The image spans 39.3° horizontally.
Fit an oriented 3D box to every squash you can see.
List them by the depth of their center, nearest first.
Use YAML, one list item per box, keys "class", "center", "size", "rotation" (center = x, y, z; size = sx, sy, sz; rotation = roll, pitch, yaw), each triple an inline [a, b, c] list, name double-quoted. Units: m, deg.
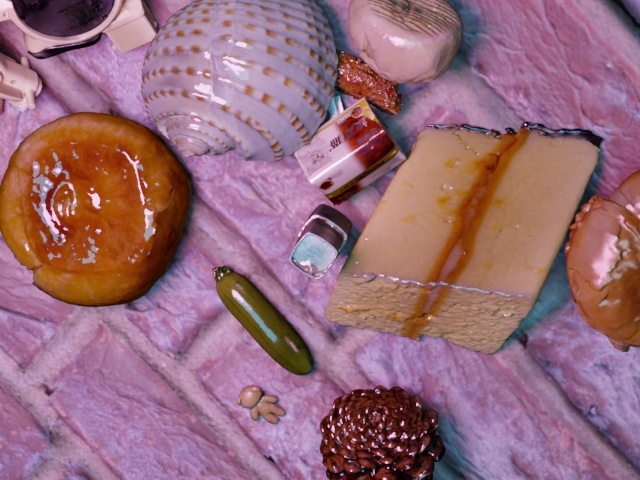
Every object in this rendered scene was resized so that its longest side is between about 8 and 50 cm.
- class: "squash"
  center: [-0.103, 0.144, 1.597]
  size: [0.069, 0.069, 0.258]
  rotation: [-41, 94, 12]

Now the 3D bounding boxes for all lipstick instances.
- class: "lipstick"
  center: [0.000, 0.000, 1.464]
  size: [0.077, 0.253, 0.079]
  rotation: [34, 101, -1]

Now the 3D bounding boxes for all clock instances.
- class: "clock"
  center: [-0.481, -0.343, 1.463]
  size: [0.379, 0.276, 0.120]
  rotation: [-23, 57, 9]

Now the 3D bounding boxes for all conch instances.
- class: "conch"
  center: [-0.137, -0.280, 1.432]
  size: [0.303, 0.215, 0.319]
  rotation: [18, 100, 18]

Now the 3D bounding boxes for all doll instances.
- class: "doll"
  center: [-0.110, 0.302, 1.637]
  size: [0.093, 0.051, 0.061]
  rotation: [44, 96, -4]

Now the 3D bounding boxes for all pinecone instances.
- class: "pinecone"
  center: [0.106, 0.362, 1.552]
  size: [0.222, 0.221, 0.221]
  rotation: [1, 101, 6]

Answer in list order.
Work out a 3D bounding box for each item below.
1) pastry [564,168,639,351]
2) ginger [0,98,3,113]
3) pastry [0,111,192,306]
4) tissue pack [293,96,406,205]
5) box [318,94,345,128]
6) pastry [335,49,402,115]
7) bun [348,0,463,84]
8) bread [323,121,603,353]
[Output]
- class: "pastry"
  center: [0.531, 0.017, 1.438]
  size: [0.284, 0.184, 0.315]
  rotation: [34, 100, -20]
- class: "ginger"
  center: [-0.693, -0.353, 1.565]
  size: [0.333, 0.080, 0.166]
  rotation: [28, 114, 4]
- class: "pastry"
  center: [-0.388, -0.052, 1.551]
  size: [0.356, 0.164, 0.355]
  rotation: [2, 101, 12]
- class: "tissue pack"
  center: [0.049, -0.145, 1.492]
  size: [0.149, 0.106, 0.099]
  rotation: [-34, 58, 12]
- class: "box"
  center: [0.002, -0.214, 1.540]
  size: [0.083, 0.024, 0.054]
  rotation: [-14, 97, 10]
- class: "pastry"
  center: [0.066, -0.269, 1.495]
  size: [0.169, 0.087, 0.063]
  rotation: [26, 89, 1]
- class: "bun"
  center: [0.124, -0.326, 1.432]
  size: [0.193, 0.178, 0.127]
  rotation: [30, 135, 12]
- class: "bread"
  center: [0.242, -0.015, 1.550]
  size: [0.346, 0.242, 0.404]
  rotation: [21, 69, 6]
